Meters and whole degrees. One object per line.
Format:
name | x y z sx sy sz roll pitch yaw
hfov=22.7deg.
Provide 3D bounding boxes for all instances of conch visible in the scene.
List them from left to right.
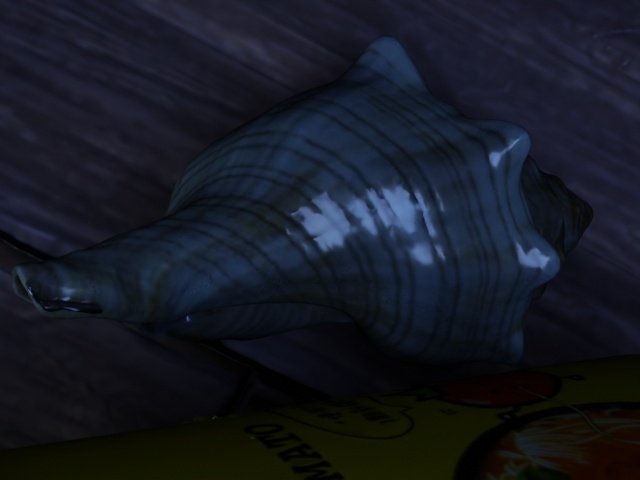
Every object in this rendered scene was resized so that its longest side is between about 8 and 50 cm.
conch | 0.003 -0.009 0.575 0.234 0.137 0.114 2 72 -16

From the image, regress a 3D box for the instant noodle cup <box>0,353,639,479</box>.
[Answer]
instant noodle cup | 0.033 0.183 0.503 0.254 0.325 0.325 -13 101 -25
